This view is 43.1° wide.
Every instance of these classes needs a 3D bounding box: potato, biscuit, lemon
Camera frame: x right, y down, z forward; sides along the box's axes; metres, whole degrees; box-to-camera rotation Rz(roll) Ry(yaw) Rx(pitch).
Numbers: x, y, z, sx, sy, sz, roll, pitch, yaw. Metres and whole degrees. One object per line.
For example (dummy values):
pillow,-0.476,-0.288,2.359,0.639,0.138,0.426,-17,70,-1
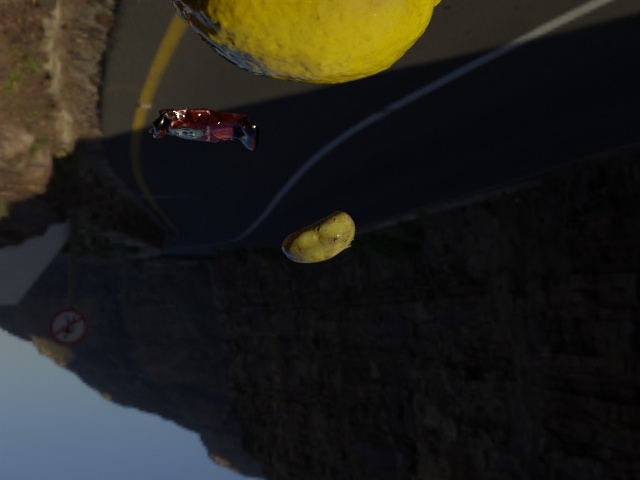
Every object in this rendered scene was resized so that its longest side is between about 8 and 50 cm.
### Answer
potato,0.000,0.000,1.466,0.138,0.070,0.091,-30,163,6
biscuit,-0.244,-0.236,1.709,0.236,0.063,0.151,2,167,-10
lemon,-0.013,-0.317,0.964,0.316,0.285,0.285,-12,169,31
